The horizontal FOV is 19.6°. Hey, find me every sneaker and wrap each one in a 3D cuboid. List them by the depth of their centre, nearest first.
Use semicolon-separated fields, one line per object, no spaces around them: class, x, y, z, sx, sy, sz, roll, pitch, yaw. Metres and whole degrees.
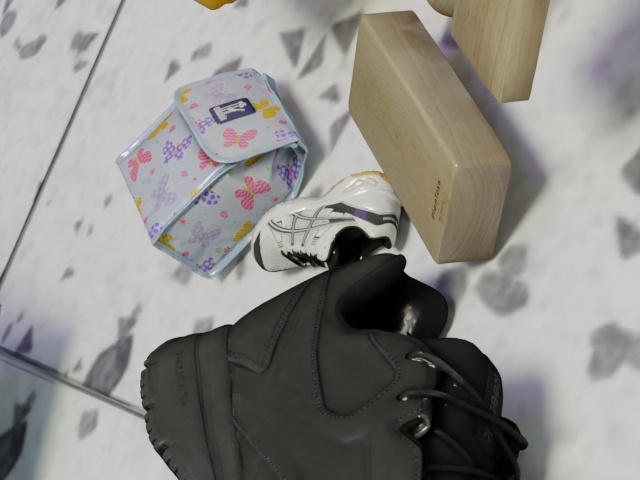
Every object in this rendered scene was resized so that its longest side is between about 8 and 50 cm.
sneaker;0.017;0.101;0.652;0.130;0.109;0.286;-34;38;11
sneaker;0.000;0.000;0.802;0.083;0.032;0.037;-28;48;38

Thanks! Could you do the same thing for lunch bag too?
lunch bag;-0.048;-0.038;0.868;0.083;0.053;0.071;-41;42;13

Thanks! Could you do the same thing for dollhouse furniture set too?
dollhouse furniture set;0.099;-0.081;0.739;0.144;0.123;0.151;-117;27;-48

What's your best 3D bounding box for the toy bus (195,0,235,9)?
toy bus;0.044;-0.246;0.820;0.333;0.130;0.108;-51;39;15
